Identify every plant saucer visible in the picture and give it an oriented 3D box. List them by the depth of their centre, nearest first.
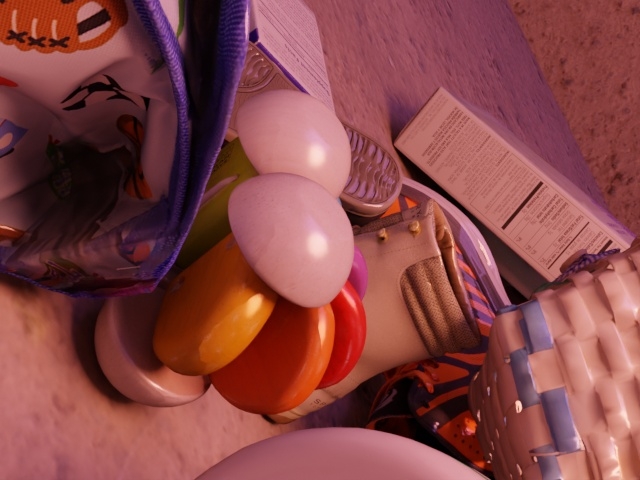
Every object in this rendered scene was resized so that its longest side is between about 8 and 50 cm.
[{"bbox_3d":[0.300,0.051,1.438,0.318,0.043,0.317,35,14,-10],"label":"plant saucer"}]

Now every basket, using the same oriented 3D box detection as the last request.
[{"bbox_3d":[0.253,0.094,0.730,0.255,0.289,0.201,88,-7,-67],"label":"basket"}]

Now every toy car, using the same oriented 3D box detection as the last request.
[{"bbox_3d":[-0.031,0.018,0.627,0.136,0.159,0.182,37,32,-28],"label":"toy car"}]

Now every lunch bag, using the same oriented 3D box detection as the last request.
[{"bbox_3d":[-0.146,-0.198,0.489,0.385,0.239,0.327,65,20,-54],"label":"lunch bag"}]

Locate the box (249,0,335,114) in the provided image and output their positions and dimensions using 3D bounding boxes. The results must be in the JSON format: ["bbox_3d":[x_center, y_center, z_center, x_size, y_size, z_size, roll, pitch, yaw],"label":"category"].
[{"bbox_3d":[-0.054,-0.162,0.922,0.126,0.072,0.137,41,31,-48],"label":"box"}]

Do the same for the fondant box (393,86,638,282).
[{"bbox_3d":[0.269,-0.038,1.356,0.330,0.096,0.238,44,15,18],"label":"fondant box"}]

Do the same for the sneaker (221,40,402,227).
[{"bbox_3d":[-0.057,-0.067,0.825,0.222,0.118,0.083,37,55,-2],"label":"sneaker"}]

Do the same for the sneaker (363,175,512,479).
[{"bbox_3d":[0.073,0.080,0.887,0.321,0.124,0.180,48,43,13],"label":"sneaker"}]

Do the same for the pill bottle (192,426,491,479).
[{"bbox_3d":[0.061,0.224,0.559,0.361,0.204,0.204,42,30,-61],"label":"pill bottle"}]

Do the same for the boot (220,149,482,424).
[{"bbox_3d":[0.000,0.000,0.736,0.213,0.165,0.077,66,20,-2],"label":"boot"}]

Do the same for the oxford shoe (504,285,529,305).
[{"bbox_3d":[0.312,0.135,1.455,0.271,0.097,0.098,38,30,-50],"label":"oxford shoe"}]
